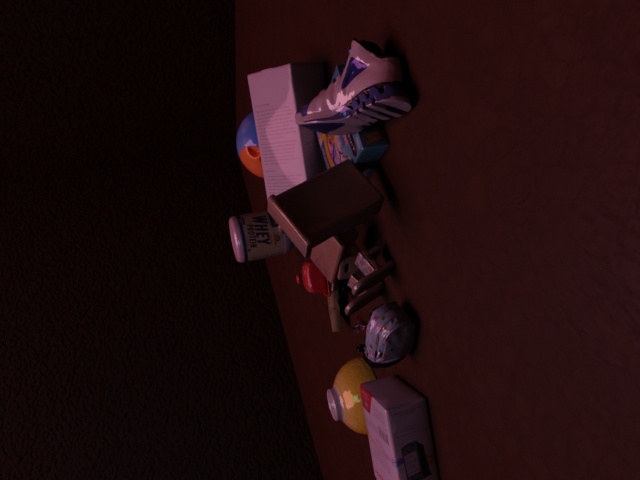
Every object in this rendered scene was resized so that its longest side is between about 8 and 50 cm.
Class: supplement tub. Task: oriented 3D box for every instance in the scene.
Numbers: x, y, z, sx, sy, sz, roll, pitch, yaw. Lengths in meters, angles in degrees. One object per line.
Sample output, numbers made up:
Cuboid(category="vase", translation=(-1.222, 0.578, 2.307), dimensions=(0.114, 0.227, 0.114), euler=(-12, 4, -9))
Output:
Cuboid(category="supplement tub", translation=(-0.275, -0.032, 2.572), dimensions=(0.235, 0.324, 0.236), euler=(168, 90, -76))

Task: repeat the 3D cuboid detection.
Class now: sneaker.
Cuboid(category="sneaker", translation=(0.085, -0.370, 1.242), dimensions=(0.315, 0.127, 0.182), euler=(-6, 79, 46))

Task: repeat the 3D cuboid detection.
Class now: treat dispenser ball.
Cuboid(category="treat dispenser ball", translation=(-0.184, -0.380, 2.021), dimensions=(0.288, 0.288, 0.288), euler=(168, 90, -76))

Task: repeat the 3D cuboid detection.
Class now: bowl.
Cuboid(category="bowl", translation=(0.114, 0.586, 1.903), dimensions=(0.289, 0.156, 0.290), euler=(168, 90, -76))

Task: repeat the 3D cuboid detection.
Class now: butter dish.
Cuboid(category="butter dish", translation=(-0.029, 0.131, 1.872), dimensions=(0.160, 0.118, 0.160), euler=(175, 86, -83))

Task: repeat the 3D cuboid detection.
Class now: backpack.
Cuboid(category="backpack", translation=(0.191, 0.257, 1.415), dimensions=(0.115, 0.151, 0.182), euler=(42, 141, 41))

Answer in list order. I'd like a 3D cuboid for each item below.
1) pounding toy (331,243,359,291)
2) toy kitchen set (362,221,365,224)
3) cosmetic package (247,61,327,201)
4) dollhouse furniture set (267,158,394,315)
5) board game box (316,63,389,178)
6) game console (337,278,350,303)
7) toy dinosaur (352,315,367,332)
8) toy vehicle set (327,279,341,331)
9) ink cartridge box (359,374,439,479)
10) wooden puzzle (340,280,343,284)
Cuboid(category="pounding toy", translation=(0.069, 0.075, 1.780), dimensions=(0.141, 0.100, 0.130), euler=(93, 160, -45))
Cuboid(category="toy kitchen set", translation=(0.100, -0.093, 1.595), dimensions=(0.083, 0.068, 0.075), euler=(101, 154, -55))
Cuboid(category="cosmetic package", translation=(-0.088, -0.354, 1.766), dimensions=(0.230, 0.161, 0.454), euler=(5, 109, 45))
Cuboid(category="dollhouse furniture set", translation=(0.000, 0.000, 1.466), dimensions=(0.362, 0.256, 0.394), euler=(50, 154, 23))
Cuboid(category="board game box", translation=(0.078, -0.302, 1.495), dimensions=(0.336, 0.079, 0.254), euler=(119, 137, -69))
Cuboid(category="game console", translation=(0.076, 0.151, 1.872), dimensions=(0.071, 0.107, 0.122), euler=(31, 149, 14))
Cuboid(category="toy dinosaur", translation=(0.141, 0.297, 1.809), dimensions=(0.082, 0.047, 0.090), euler=(-41, 49, 53))
Cuboid(category="toy vehicle set", translation=(0.047, 0.200, 2.025), dimensions=(0.166, 0.035, 0.267), euler=(-102, 6, -67))
Cuboid(category="ink cartridge box", translation=(0.227, 0.580, 1.508), dimensions=(0.226, 0.131, 0.306), euler=(-167, 65, -74))
Cuboid(category="wooden puzzle", translation=(0.084, 0.146, 1.970), dimensions=(0.083, 0.006, 0.049), euler=(-163, 62, -73))
